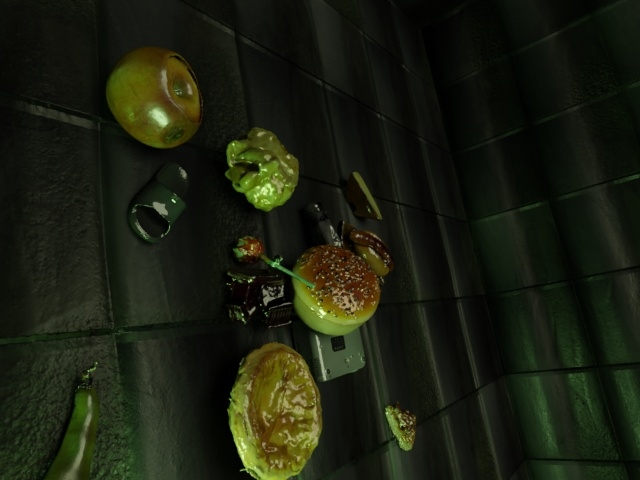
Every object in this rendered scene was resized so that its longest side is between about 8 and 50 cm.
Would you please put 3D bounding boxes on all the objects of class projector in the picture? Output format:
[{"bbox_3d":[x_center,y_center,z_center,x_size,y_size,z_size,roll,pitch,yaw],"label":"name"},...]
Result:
[{"bbox_3d":[0.033,0.338,1.447,0.250,0.108,0.198,3,73,-52],"label":"projector"}]

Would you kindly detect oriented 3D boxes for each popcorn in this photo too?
[{"bbox_3d":[-0.172,-0.214,1.360,0.255,0.194,0.256,8,69,-62],"label":"popcorn"}]

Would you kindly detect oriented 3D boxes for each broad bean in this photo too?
[{"bbox_3d":[-0.455,0.389,0.820,0.075,0.067,0.325,70,17,-62],"label":"broad bean"}]

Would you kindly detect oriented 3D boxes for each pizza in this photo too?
[{"bbox_3d":[0.312,0.684,1.701,0.194,0.069,0.154,53,40,-26],"label":"pizza"}]

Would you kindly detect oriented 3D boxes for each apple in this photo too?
[{"bbox_3d":[-0.396,-0.350,1.092,0.237,0.207,0.237,24,59,-48],"label":"apple"}]

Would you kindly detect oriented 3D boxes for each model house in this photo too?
[{"bbox_3d":[-0.174,0.165,1.264,0.203,0.141,0.164,5,93,-31],"label":"model house"}]

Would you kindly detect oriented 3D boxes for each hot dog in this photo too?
[{"bbox_3d":[0.205,0.052,1.805,0.326,0.107,0.194,34,50,-40],"label":"hot dog"}]

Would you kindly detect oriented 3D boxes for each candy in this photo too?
[{"bbox_3d":[-0.130,0.066,1.233,0.084,0.287,0.078,-27,135,-46],"label":"candy"}]

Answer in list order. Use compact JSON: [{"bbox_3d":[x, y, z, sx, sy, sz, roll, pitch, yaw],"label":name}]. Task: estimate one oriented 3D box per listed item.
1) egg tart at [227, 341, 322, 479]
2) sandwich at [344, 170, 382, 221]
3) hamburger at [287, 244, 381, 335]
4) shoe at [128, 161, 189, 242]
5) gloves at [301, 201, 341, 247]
[{"bbox_3d":[-0.132,0.439,1.163,0.341,0.132,0.342,27,54,-44],"label":"egg tart"},{"bbox_3d":[0.168,-0.174,1.879,0.244,0.088,0.090,58,29,-13],"label":"sandwich"},{"bbox_3d":[0.042,0.140,1.361,0.300,0.176,0.300,20,38,-16],"label":"hamburger"},{"bbox_3d":[-0.381,-0.111,1.108,0.108,0.093,0.241,46,41,-33],"label":"shoe"},{"bbox_3d":[0.008,-0.006,1.554,0.119,0.142,0.286,0,74,-24],"label":"gloves"}]
